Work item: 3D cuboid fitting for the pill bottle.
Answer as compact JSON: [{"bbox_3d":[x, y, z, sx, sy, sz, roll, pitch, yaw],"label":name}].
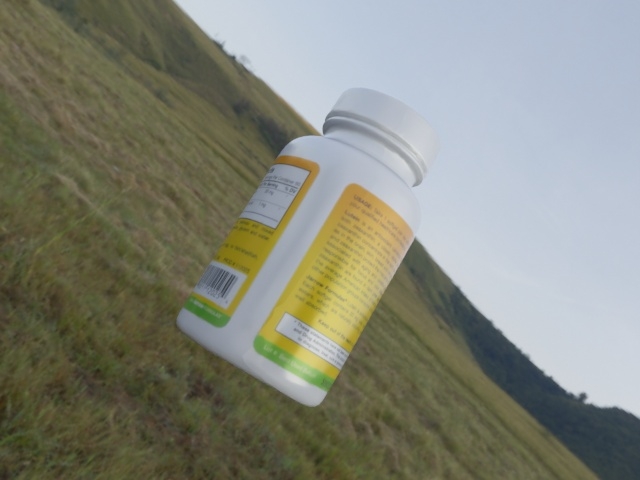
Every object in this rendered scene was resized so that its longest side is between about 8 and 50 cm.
[{"bbox_3d":[0.000,0.000,0.525,0.136,0.245,0.136,30,-11,6],"label":"pill bottle"}]
